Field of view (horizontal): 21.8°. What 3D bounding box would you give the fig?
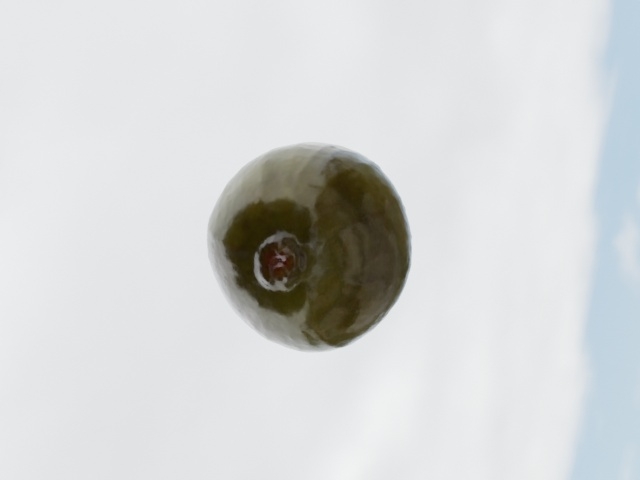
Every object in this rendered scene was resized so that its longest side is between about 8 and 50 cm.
[{"bbox_3d":[0.000,0.000,0.595,0.088,0.074,0.074,-32,-49,-69],"label":"fig"}]
